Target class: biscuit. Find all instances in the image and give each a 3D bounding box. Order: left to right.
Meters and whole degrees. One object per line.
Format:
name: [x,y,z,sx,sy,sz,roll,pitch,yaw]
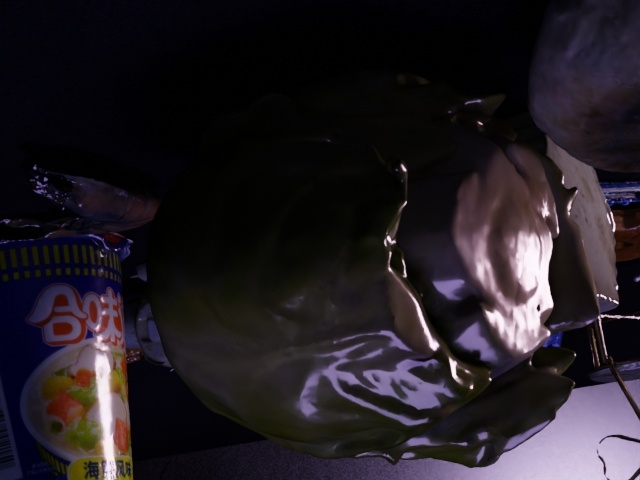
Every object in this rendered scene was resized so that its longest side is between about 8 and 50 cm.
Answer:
biscuit: [0.409,-0.009,2.260,0.290,0.041,0.208,-4,166,-10]

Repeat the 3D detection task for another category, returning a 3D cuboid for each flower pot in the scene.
flower pot: [0.198,-0.010,1.762,0.190,0.239,0.209,-16,132,25]

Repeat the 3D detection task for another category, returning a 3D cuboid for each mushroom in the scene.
mushroom: [0.293,-0.142,1.408,0.247,0.130,0.344,13,164,-7]

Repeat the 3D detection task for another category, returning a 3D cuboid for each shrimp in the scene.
shrimp: [-0.283,-0.029,1.657,0.198,0.051,0.262,-15,168,17]

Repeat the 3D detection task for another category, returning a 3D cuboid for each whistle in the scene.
whistle: [-0.216,0.105,2.129,0.223,0.123,0.123,-2,171,28]

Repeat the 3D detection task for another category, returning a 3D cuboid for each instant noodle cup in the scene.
instant noodle cup: [-0.329,0.173,1.873,0.284,0.312,0.284,-11,166,-3]

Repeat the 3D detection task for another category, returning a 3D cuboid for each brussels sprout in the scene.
brussels sprout: [0.023,0.033,1.529,0.361,0.342,0.425,-7,153,36]

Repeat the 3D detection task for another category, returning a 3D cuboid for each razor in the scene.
razor: [0.334,0.047,2.161,0.093,0.056,0.324,-4,129,-28]

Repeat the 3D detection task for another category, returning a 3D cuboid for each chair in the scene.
chair: [0.432,0.169,2.226,0.160,0.325,0.170,-8,166,3]

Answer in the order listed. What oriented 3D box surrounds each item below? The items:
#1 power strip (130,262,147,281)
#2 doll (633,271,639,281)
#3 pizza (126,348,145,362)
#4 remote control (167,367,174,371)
power strip: [-0.172,0.030,2.030,0.136,0.019,0.051,-14,167,12]
doll: [0.517,0.039,2.532,0.057,0.039,0.114,-5,168,-1]
pizza: [-0.231,0.124,2.267,0.226,0.069,0.147,-16,-173,31]
remote control: [-0.103,0.122,2.276,0.245,0.025,0.063,-27,180,1]
